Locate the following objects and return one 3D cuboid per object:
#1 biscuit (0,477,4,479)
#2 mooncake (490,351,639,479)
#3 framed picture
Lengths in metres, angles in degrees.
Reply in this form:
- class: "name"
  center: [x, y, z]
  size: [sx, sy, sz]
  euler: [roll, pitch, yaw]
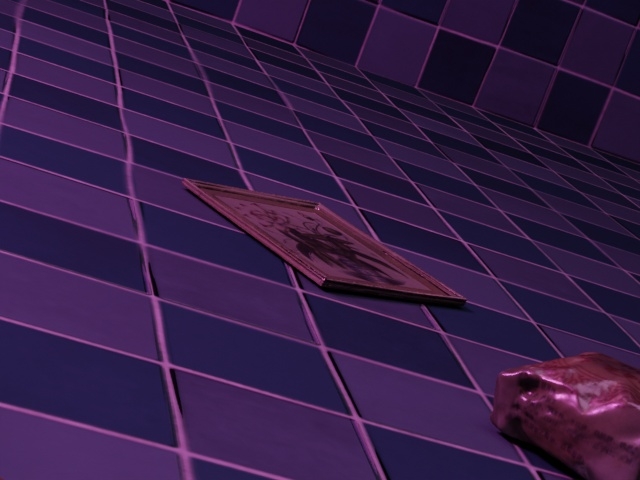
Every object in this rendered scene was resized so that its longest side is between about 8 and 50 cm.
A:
- class: "biscuit"
  center: [-0.183, 0.122, 0.476]
  size: [0.186, 0.044, 0.295]
  euler: [24, 13, 3]
- class: "mooncake"
  center: [0.196, 0.119, 1.002]
  size: [0.125, 0.073, 0.130]
  euler: [28, 13, 34]
- class: "framed picture"
  center: [0.000, 0.000, 1.314]
  size: [0.173, 0.010, 0.231]
  euler: [9, 17, -42]
